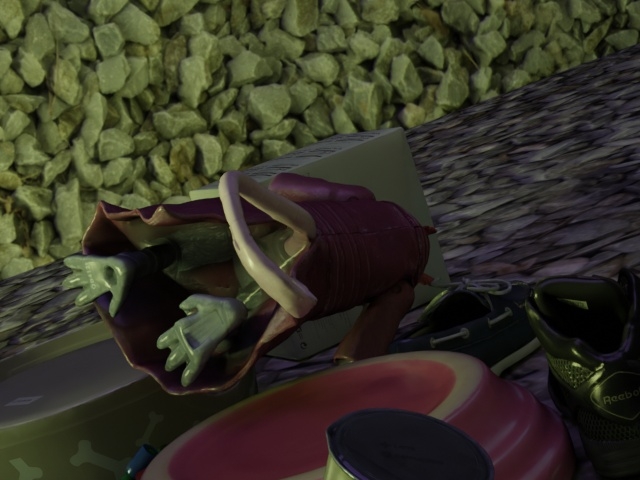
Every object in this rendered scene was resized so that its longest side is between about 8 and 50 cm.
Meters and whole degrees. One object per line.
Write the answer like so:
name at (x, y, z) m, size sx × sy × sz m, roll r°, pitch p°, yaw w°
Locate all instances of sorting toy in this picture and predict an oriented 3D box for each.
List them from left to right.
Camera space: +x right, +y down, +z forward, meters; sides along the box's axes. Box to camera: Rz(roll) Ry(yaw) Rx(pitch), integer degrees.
sorting toy at (-0.131, 0.199, 1.162) m, size 0.042 × 0.061 × 0.102 m, roll -52°, pitch -4°, yaw 11°

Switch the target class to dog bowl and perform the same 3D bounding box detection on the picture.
dog bowl at (-0.216, 0.161, 1.355) m, size 0.349 × 0.102 × 0.349 m, roll -19°, pitch 9°, yaw 3°

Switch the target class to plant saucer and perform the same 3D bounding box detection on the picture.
plant saucer at (0.006, 0.161, 0.996) m, size 0.332 × 0.084 × 0.332 m, roll -19°, pitch 9°, yaw 3°

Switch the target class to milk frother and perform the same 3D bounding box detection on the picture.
milk frother at (0.051, 0.154, 0.753) m, size 0.129 × 0.134 × 0.143 m, roll 11°, pitch 23°, yaw -7°

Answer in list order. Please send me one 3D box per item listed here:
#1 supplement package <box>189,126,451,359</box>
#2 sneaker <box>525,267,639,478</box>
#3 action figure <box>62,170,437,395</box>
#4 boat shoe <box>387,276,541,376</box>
supplement package at (0.000, 0.000, 1.572) m, size 0.203 × 0.194 × 0.149 m, roll -22°, pitch 11°, yaw -25°
sneaker at (0.196, 0.071, 1.012) m, size 0.087 × 0.130 × 0.227 m, roll -15°, pitch 8°, yaw 7°
action figure at (-0.017, 0.003, 1.216) m, size 0.370 × 0.248 × 0.276 m, roll -10°, pitch -26°, yaw -42°
boat shoe at (0.127, 0.076, 1.254) m, size 0.095 × 0.079 × 0.254 m, roll -12°, pitch 12°, yaw 36°
